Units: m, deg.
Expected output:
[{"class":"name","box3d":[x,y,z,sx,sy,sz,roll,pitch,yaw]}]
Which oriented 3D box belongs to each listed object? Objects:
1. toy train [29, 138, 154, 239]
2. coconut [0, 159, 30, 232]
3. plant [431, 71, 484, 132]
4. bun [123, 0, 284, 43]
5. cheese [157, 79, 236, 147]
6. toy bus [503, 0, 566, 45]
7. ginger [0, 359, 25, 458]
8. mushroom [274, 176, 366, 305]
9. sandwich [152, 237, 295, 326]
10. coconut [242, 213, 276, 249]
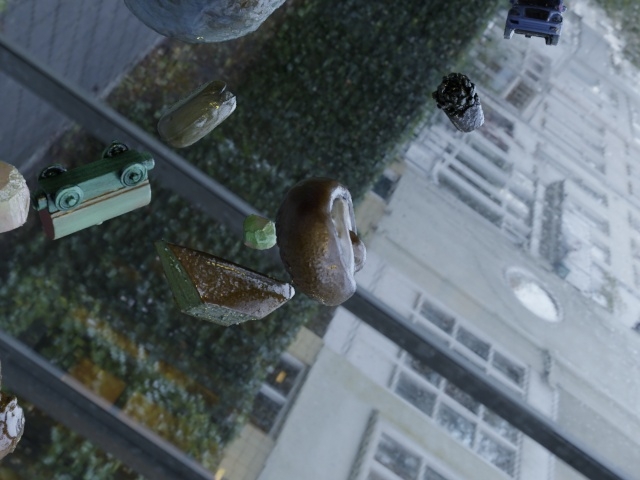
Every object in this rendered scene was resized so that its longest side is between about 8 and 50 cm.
[{"class":"toy train","box3d":[-0.497,-0.103,1.830,0.285,0.116,0.177,-26,143,-32]},{"class":"coconut","box3d":[-0.546,-0.070,1.387,0.116,0.116,0.122,-57,166,-35]},{"class":"plant","box3d":[0.307,-0.303,1.831,0.094,0.143,0.092,-28,-132,8]},{"class":"bun","box3d":[-0.168,-0.484,1.296,0.211,0.362,0.362,-12,146,-50]},{"class":"cheese","box3d":[-0.283,-0.295,1.921,0.202,0.091,0.175,-20,-152,40]},{"class":"toy bus","box3d":[0.494,-0.523,1.904,0.292,0.125,0.133,-46,146,-72]},{"class":"ginger","box3d":[-0.604,0.256,1.245,0.274,0.152,0.358,-39,140,-36]},{"class":"mushroom","box3d":[0.000,0.000,1.575,0.153,0.253,0.253,-13,-164,14]},{"class":"sandwich","box3d":[-0.155,0.077,1.315,0.094,0.258,0.096,-12,-117,50]},{"class":"coconut","box3d":[-0.141,-0.017,1.934,0.083,0.082,0.081,-43,145,-38]}]
